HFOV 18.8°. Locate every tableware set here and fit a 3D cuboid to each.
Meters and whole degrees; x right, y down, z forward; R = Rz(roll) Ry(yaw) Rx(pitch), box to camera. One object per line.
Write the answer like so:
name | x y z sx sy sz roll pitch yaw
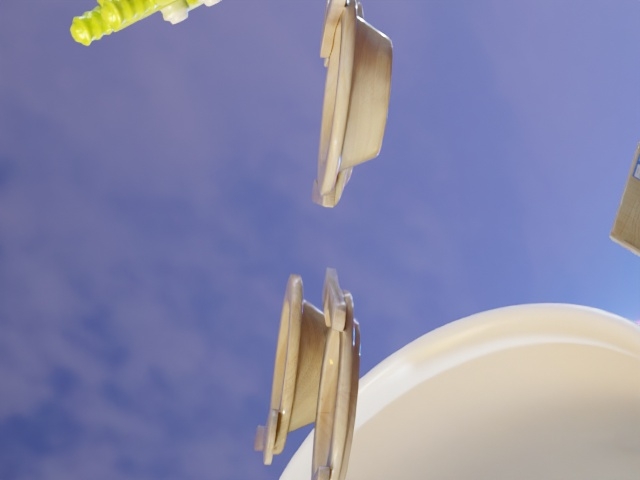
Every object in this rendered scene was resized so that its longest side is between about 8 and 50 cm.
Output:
tableware set | 0.000 0.000 0.554 0.141 0.020 0.169 158 118 -85

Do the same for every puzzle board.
puzzle board | 0.204 -0.004 1.037 0.096 0.011 0.128 29 -150 1

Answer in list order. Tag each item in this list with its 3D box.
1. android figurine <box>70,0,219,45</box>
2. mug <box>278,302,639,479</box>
android figurine | -0.044 -0.204 1.284 0.273 0.248 0.056 -32 -80 -26
mug | 0.123 0.237 0.975 0.328 0.374 0.276 38 -136 -41
